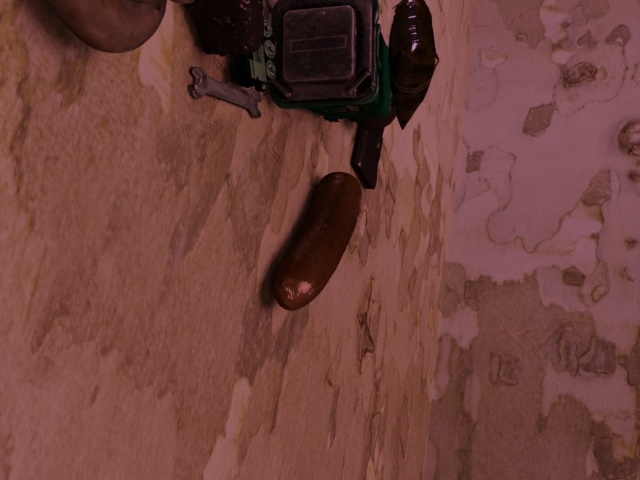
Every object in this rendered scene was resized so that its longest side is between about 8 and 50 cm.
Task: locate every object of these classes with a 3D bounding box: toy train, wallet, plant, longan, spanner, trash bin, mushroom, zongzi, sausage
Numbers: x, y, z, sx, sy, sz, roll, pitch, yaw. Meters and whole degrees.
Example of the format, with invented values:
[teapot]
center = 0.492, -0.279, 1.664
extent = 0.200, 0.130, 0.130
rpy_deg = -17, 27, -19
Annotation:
[toy train]
center = -0.143, -0.396, 1.679
extent = 0.111, 0.071, 0.171
rpy_deg = 2, 81, -63
[wallet]
center = 0.154, -0.316, 2.470
extent = 0.165, 0.042, 0.310
rpy_deg = 54, 41, -53
[plant]
center = -0.177, -0.452, 1.520
extent = 0.142, 0.131, 0.203
rpy_deg = -52, 146, -56
[longan]
center = 0.145, -0.402, 2.300
extent = 0.189, 0.189, 0.189
rpy_deg = -1, 90, -68
[spanner]
center = -0.185, -0.300, 1.648
extent = 0.302, 0.017, 0.071
rpy_deg = 3, 86, -69
[trash bin]
center = 0.043, -0.436, 1.944
extent = 0.381, 0.259, 0.295
rpy_deg = 14, 76, -74
[mushroom]
center = -0.272, -0.392, 1.156
extent = 0.243, 0.243, 0.244
rpy_deg = -1, 90, -68
[zongzi]
center = 0.205, -0.431, 1.931
extent = 0.241, 0.111, 0.248
rpy_deg = 104, -12, -56
[sausage]
center = 0.001, 0.003, 1.960
extent = 0.501, 0.123, 0.136
rpy_deg = -65, 144, -47
